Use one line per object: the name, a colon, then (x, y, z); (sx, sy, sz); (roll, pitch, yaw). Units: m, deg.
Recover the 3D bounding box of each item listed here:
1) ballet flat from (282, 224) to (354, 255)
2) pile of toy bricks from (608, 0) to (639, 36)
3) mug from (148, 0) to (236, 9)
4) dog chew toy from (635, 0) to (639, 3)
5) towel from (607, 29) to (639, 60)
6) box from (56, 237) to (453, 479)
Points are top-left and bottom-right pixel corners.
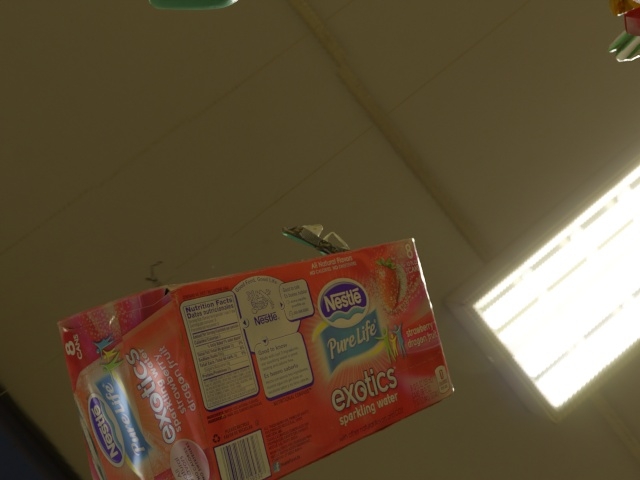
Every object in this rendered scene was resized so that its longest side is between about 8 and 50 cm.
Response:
ballet flat: (0.000, 0.000, 1.272); (0.114, 0.041, 0.041); (30, -95, -15)
pile of toy bricks: (0.300, -0.207, 0.587); (0.212, 0.105, 0.118); (-20, -45, 6)
mug: (-0.115, -0.301, 0.898); (0.097, 0.157, 0.129); (1, -52, 6)
dog chew toy: (0.231, -0.233, 0.381); (0.207, 0.332, 0.206); (3, -102, -12)
towel: (0.590, -0.378, 1.308); (0.325, 0.248, 0.038); (-25, -106, -30)
box: (-0.040, 0.098, 0.742); (0.300, 0.142, 0.154); (-12, -93, -51)
